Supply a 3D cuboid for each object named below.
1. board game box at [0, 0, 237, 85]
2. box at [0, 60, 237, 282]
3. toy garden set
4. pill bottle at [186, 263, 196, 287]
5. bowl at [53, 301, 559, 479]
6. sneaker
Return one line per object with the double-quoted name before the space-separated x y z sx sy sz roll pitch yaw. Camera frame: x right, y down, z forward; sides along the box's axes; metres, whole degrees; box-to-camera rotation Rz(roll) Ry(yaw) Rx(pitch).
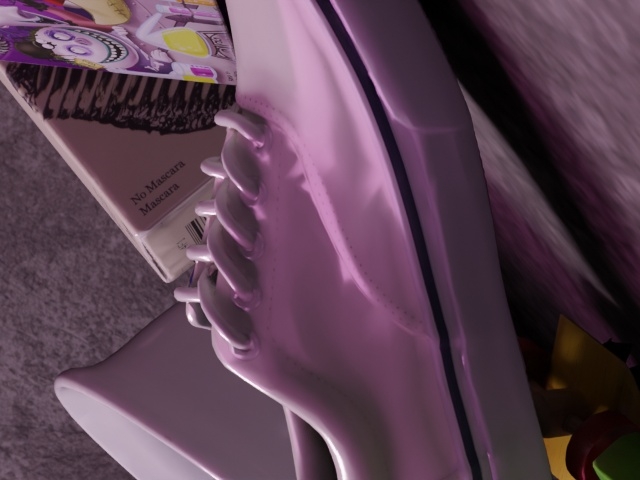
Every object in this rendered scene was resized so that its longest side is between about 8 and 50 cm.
"board game box" -0.144 -0.143 0.670 0.208 0.056 0.347 11 165 11
"box" -0.130 -0.118 1.072 0.275 0.113 0.094 48 174 17
"toy garden set" 0.162 0.135 0.658 0.244 0.049 0.204 54 173 -35
"pill bottle" -0.016 0.048 1.099 0.123 0.123 0.219 51 179 -5
"bowl" 0.036 0.105 0.870 0.298 0.134 0.298 35 166 10
"sneaker" 0.000 0.000 0.599 0.094 0.091 0.258 38 149 66
